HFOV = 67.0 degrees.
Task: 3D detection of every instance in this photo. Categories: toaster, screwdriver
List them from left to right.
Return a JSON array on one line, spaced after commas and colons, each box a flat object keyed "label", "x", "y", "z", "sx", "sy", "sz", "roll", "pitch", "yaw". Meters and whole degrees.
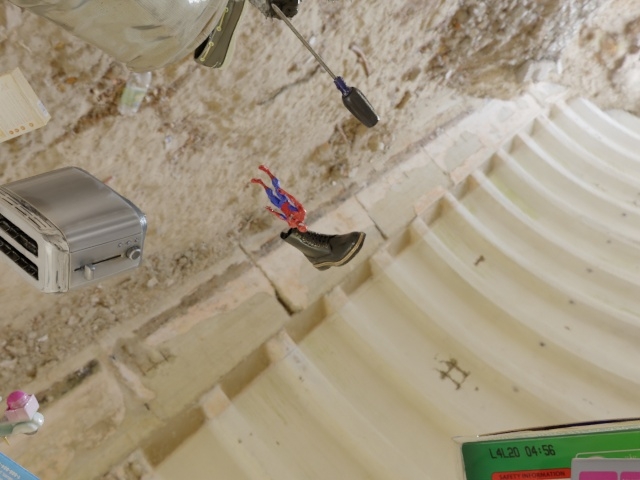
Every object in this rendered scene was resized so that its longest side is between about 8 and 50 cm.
[{"label": "toaster", "x": -0.381, "y": -0.022, "z": 0.714, "sx": 0.146, "sy": 0.227, "sz": 0.129, "roll": -31, "pitch": 149, "yaw": -54}, {"label": "screwdriver", "x": 0.010, "y": -0.181, "z": 0.506, "sx": 0.024, "sy": 0.170, "sz": 0.025, "roll": 10, "pitch": -119, "yaw": 52}]

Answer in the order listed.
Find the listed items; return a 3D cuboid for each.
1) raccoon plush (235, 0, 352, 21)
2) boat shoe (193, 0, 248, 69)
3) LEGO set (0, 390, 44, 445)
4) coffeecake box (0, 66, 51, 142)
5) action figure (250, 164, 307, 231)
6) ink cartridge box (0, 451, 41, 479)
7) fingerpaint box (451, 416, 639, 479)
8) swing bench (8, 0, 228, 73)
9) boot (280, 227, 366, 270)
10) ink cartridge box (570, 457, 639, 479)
[{"label": "raccoon plush", "x": -0.092, "y": -0.561, "z": 0.830, "sx": 0.299, "sy": 0.446, "sz": 0.216, "roll": -46, "pitch": 170, "yaw": -51}, {"label": "boat shoe", "x": -0.267, "y": -0.612, "z": 1.297, "sx": 0.091, "sy": 0.109, "sz": 0.305, "roll": -6, "pitch": 133, "yaw": -39}, {"label": "LEGO set", "x": -0.361, "y": 0.237, "z": 0.422, "sx": 0.132, "sy": 0.107, "sz": 0.287, "roll": -22, "pitch": -156, "yaw": -5}, {"label": "coffeecake box", "x": -0.823, "y": -0.335, "z": 1.235, "sx": 0.185, "sy": 0.142, "sz": 0.068, "roll": -21, "pitch": -145, "yaw": -1}, {"label": "action figure", "x": -0.053, "y": -0.052, "z": 0.647, "sx": 0.030, "sy": 0.115, "sz": 0.038, "roll": -2, "pitch": 134, "yaw": -56}, {"label": "ink cartridge box", "x": -0.229, "y": 0.214, "z": 0.287, "sx": 0.090, "sy": 0.092, "sz": 0.143, "roll": -35, "pitch": -164, "yaw": 43}, {"label": "fingerpaint box", "x": 0.409, "y": 0.319, "z": 0.630, "sx": 0.444, "sy": 0.163, "sz": 0.371, "roll": -9, "pitch": 157, "yaw": 11}, {"label": "swing bench", "x": -0.181, "y": -0.304, "z": 0.400, "sx": 0.165, "sy": 0.255, "sz": 0.253, "roll": -21, "pitch": -173, "yaw": 4}, {"label": "boot", "x": 0.000, "y": 0.000, "z": 1.130, "sx": 0.198, "sy": 0.137, "sz": 0.077, "roll": -32, "pitch": -152, "yaw": 48}, {"label": "ink cartridge box", "x": 0.242, "y": 0.300, "z": 0.296, "sx": 0.186, "sy": 0.065, "sz": 0.311, "roll": -42, "pitch": -155, "yaw": 56}]
